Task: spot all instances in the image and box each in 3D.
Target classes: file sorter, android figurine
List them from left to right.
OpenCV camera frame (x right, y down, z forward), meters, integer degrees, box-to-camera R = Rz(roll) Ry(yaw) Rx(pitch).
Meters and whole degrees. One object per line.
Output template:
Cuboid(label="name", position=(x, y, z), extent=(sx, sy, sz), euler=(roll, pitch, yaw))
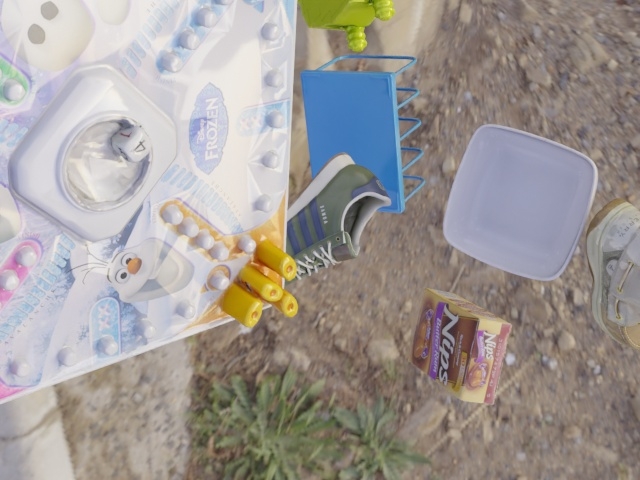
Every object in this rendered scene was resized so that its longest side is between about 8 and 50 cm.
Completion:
Cuboid(label="android figurine", position=(0.025, -0.332, 1.075), extent=(0.056, 0.248, 0.272), euler=(-2, 69, -26))
Cuboid(label="file sorter", position=(0.060, -0.135, 1.273), extent=(0.118, 0.104, 0.170), euler=(7, 116, 28))

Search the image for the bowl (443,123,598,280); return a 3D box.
Cuboid(label="bowl", position=(0.210, -0.040, 1.078), extent=(0.142, 0.053, 0.142), euler=(23, 105, 22))

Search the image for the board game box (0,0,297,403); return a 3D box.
Cuboid(label="board game box", position=(-0.165, -0.060, 0.807), extent=(0.050, 0.390, 0.389), euler=(30, 127, 42))

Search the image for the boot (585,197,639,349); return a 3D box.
Cuboid(label="boot", position=(0.346, 0.069, 1.012), extent=(0.077, 0.165, 0.213), euler=(-40, 137, -13))

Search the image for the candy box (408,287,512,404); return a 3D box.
Cuboid(label="candy box", position=(0.182, 0.137, 1.387), extent=(0.053, 0.187, 0.109), euler=(10, 96, -19))

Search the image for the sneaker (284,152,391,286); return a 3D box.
Cuboid(label="sneaker", position=(0.000, 0.000, 1.132), extent=(0.086, 0.064, 0.192), euler=(36, 86, 27))
